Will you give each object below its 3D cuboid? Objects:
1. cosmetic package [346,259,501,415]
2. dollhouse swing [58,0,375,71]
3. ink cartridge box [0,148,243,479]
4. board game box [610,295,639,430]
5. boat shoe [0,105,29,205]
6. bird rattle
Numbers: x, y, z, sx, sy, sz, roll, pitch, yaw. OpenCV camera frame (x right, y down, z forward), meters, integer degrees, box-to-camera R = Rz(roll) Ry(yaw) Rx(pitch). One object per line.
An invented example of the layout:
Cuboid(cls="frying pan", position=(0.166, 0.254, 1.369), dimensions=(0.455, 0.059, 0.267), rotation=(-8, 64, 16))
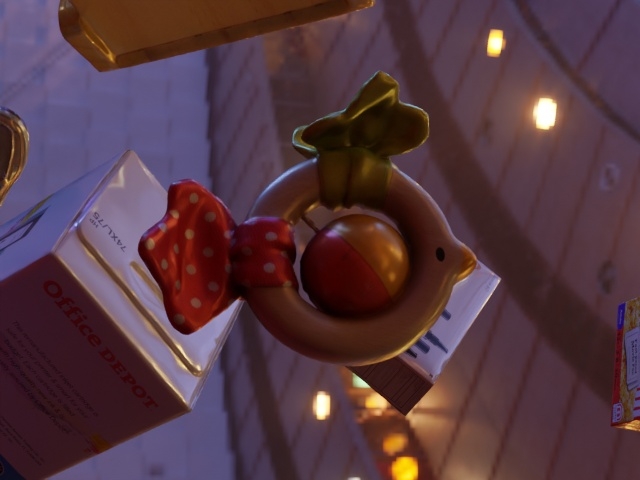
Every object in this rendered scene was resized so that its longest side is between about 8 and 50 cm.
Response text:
Cuboid(cls="cosmetic package", position=(0.109, 0.080, 1.518), dimensions=(0.060, 0.099, 0.239), rotation=(-50, 179, 35))
Cuboid(cls="dollhouse swing", position=(-0.146, -0.388, 1.612), dimensions=(0.305, 0.347, 0.315), rotation=(63, 21, -46))
Cuboid(cls="ink cartridge box", position=(-0.250, 0.084, 1.372), dimensions=(0.270, 0.198, 0.197), rotation=(-27, -159, 29))
Cuboid(cls="board game box", position=(0.386, 0.126, 1.562), dimensions=(0.193, 0.045, 0.147), rotation=(137, -39, -69))
Cuboid(cls="boat shoe", position=(-0.393, -0.075, 1.668), dimensions=(0.072, 0.068, 0.190), rotation=(-58, 177, -45))
Cuboid(cls="bird rattle", position=(0.000, 0.000, 1.063), dimensions=(0.207, 0.253, 0.143), rotation=(44, -28, 13))
